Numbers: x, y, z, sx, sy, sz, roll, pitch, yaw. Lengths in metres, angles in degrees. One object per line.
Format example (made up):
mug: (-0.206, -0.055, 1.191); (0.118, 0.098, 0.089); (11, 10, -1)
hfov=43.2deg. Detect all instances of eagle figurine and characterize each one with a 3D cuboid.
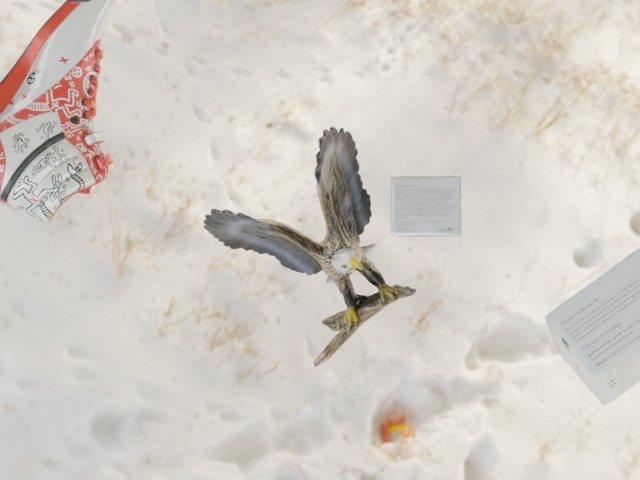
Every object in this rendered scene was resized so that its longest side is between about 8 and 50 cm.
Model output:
eagle figurine: (0.006, -0.001, 1.197); (0.298, 0.225, 0.226); (52, 50, -15)

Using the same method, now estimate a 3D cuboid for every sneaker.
sneaker: (-0.271, -0.148, 0.885); (0.145, 0.090, 0.270); (38, 82, -17)

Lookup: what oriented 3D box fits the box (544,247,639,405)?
box: (0.456, 0.134, 1.222); (0.119, 0.182, 0.181); (56, 4, 33)

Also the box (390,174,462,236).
box: (0.154, -0.050, 1.165); (0.102, 0.101, 0.087); (1, 94, 9)
